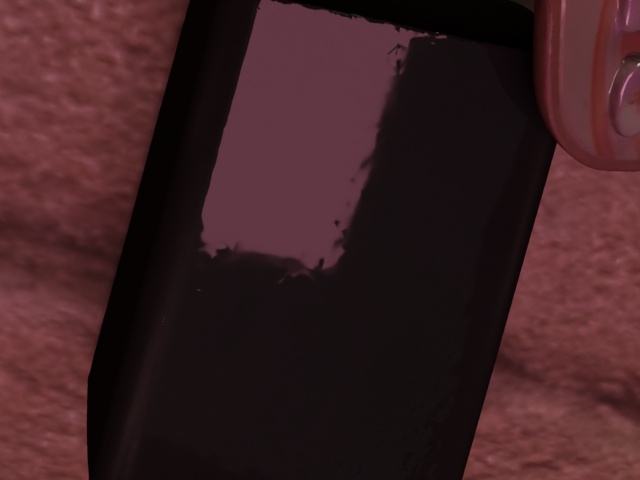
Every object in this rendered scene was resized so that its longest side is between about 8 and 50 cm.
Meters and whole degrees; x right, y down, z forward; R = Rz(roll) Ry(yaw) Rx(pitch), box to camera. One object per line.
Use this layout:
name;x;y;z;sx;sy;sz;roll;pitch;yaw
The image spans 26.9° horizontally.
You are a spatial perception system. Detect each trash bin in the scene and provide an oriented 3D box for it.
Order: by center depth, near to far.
trash bin;0.000;0.000;0.583;0.165;0.115;0.225;9;113;-14

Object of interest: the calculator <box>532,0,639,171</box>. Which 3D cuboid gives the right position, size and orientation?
calculator;0.205;-0.141;0.523;0.329;0.048;0.220;-15;124;-26
